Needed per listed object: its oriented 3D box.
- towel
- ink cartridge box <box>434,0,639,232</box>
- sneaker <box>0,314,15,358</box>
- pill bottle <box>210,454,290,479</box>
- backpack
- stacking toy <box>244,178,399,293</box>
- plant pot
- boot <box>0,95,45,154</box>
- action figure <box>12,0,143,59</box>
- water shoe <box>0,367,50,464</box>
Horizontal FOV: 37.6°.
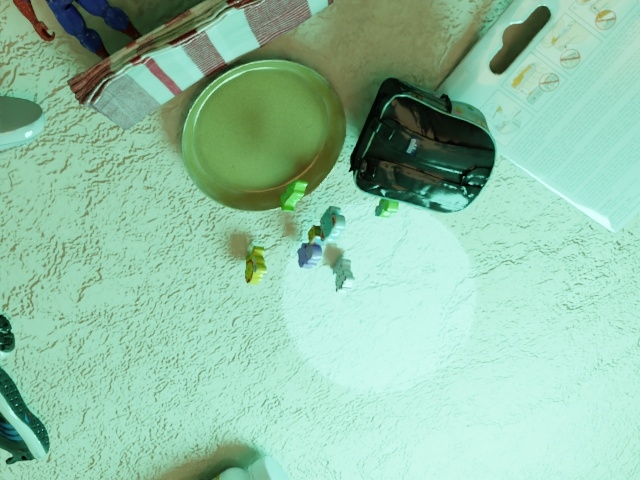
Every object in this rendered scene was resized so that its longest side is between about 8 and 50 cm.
[{"bbox_3d":[-0.129,-0.238,1.141,0.329,0.237,0.037,-30,89,2],"label":"towel"},{"bbox_3d":[0.402,-0.228,1.401,0.385,0.091,0.308,32,118,-15],"label":"ink cartridge box"},{"bbox_3d":[-0.559,0.113,1.288,0.108,0.100,0.271,-41,126,16],"label":"sneaker"},{"bbox_3d":[-0.167,0.485,1.645,0.245,0.136,0.136,-35,127,6],"label":"pill bottle"},{"bbox_3d":[0.150,-0.132,1.336,0.188,0.144,0.166,19,115,-6],"label":"backpack"},{"bbox_3d":[0.000,0.000,1.394,0.167,0.052,0.221,7,141,-24],"label":"stacking toy"},{"bbox_3d":[-0.080,-0.148,1.319,0.236,0.032,0.236,-9,125,-13],"label":"plant pot"},{"bbox_3d":[-0.468,-0.101,1.191,0.258,0.095,0.123,-8,131,-4],"label":"boot"},{"bbox_3d":[-0.276,-0.259,1.073,0.091,0.139,0.280,-39,140,5],"label":"action figure"},{"bbox_3d":[-0.488,0.274,1.434,0.080,0.073,0.203,-21,126,-2],"label":"water shoe"}]
